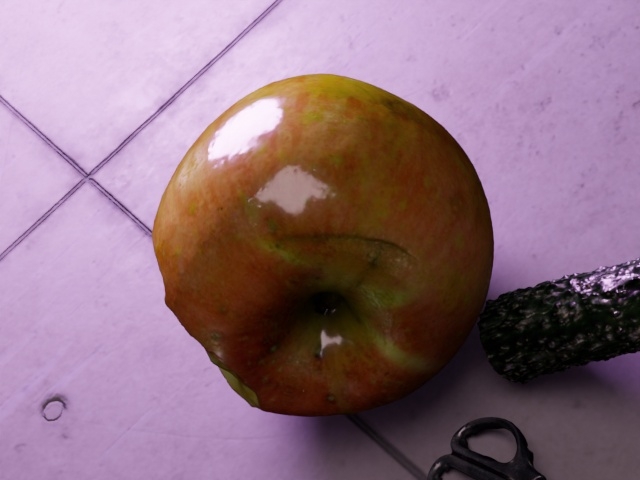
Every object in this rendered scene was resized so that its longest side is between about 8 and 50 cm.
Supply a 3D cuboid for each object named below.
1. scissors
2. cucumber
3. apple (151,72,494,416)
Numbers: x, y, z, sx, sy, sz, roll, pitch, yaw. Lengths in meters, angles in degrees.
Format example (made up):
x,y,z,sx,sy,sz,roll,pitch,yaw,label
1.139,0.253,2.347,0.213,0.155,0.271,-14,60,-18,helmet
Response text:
x,y,z,sx,sy,sz,roll,pitch,yaw,label
0.206,0.236,1.463,0.109,0.022,0.300,-52,33,-13,scissors
0.296,0.057,1.462,0.359,0.096,0.096,-22,44,50,cucumber
0.000,0.000,1.583,0.339,0.339,0.340,-10,55,15,apple
